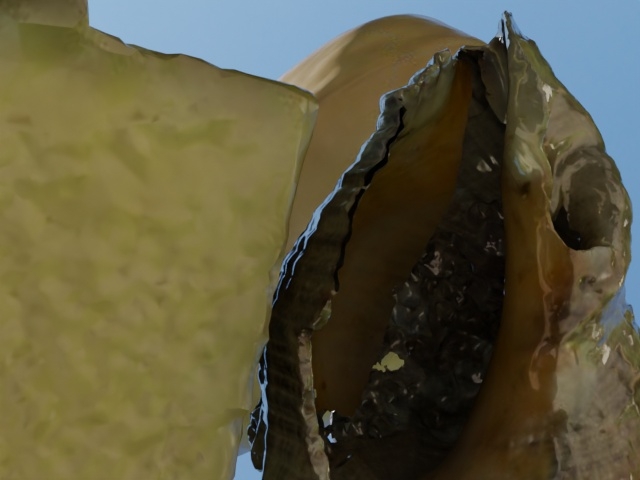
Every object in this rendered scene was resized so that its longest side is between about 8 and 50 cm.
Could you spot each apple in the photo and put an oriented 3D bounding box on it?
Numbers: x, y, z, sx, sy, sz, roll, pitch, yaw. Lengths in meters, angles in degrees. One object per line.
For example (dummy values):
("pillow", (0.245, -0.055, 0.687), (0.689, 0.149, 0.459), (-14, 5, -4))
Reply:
("apple", (-0.126, 0.013, 0.535), (0.252, 0.314, 0.309), (-35, -168, -14))

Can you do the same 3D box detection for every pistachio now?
("pistachio", (0.000, 0.000, 0.849), (0.187, 0.299, 0.187), (38, -160, -16))

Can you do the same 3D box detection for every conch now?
("conch", (0.050, 0.040, 0.541), (0.162, 0.245, 0.178), (8, -167, 24))
